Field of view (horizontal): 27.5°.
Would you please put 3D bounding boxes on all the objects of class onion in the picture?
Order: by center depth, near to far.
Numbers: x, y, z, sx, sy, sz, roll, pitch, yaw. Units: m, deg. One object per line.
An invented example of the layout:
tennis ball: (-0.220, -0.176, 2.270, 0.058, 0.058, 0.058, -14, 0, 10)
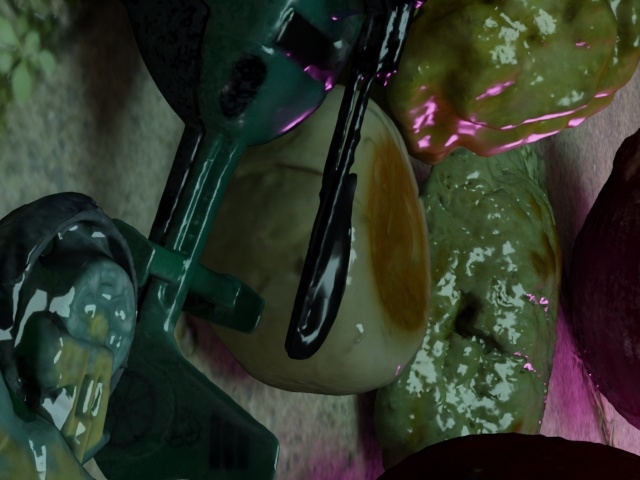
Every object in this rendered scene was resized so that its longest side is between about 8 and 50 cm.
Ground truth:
onion: (0.291, 0.018, 1.154, 0.267, 0.159, 0.348, -53, 126, -68)

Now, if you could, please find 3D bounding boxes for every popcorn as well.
popcorn: (0.088, -0.160, 0.725, 0.266, 0.192, 0.233, 67, 15, -72)

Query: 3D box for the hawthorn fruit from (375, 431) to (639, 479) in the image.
hawthorn fruit: (0.077, 0.203, 0.674, 0.266, 0.210, 0.230, 20, 91, -25)

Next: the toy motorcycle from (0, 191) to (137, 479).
toy motorcycle: (-0.138, 0.102, 0.364, 0.296, 0.109, 0.198, -28, 121, -63)

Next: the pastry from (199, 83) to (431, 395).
pastry: (0.000, 0.000, 0.648, 0.156, 0.092, 0.156, 2, 88, -64)

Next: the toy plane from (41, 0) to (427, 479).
toy plane: (-0.030, -0.086, 0.541, 0.106, 0.155, 0.381, 32, 74, -59)

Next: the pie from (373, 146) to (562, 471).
pie: (0.109, 0.056, 0.856, 0.201, 0.090, 0.247, 39, 56, -57)
